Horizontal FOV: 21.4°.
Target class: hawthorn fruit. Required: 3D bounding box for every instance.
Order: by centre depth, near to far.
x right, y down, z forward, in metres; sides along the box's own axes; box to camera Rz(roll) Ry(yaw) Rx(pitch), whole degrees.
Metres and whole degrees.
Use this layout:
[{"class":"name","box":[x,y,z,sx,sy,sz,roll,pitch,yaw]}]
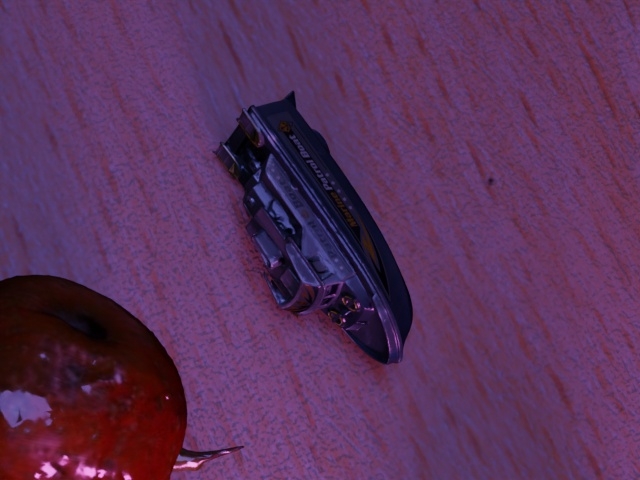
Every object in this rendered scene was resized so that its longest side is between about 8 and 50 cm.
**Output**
[{"class":"hawthorn fruit","box":[-0.245,0.164,1.526,0.258,0.258,0.262,-42,105,-22]}]

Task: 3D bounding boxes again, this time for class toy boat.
[{"class":"toy boat","box":[-0.003,0.000,1.701,0.122,0.114,0.296,-27,79,-27]}]
